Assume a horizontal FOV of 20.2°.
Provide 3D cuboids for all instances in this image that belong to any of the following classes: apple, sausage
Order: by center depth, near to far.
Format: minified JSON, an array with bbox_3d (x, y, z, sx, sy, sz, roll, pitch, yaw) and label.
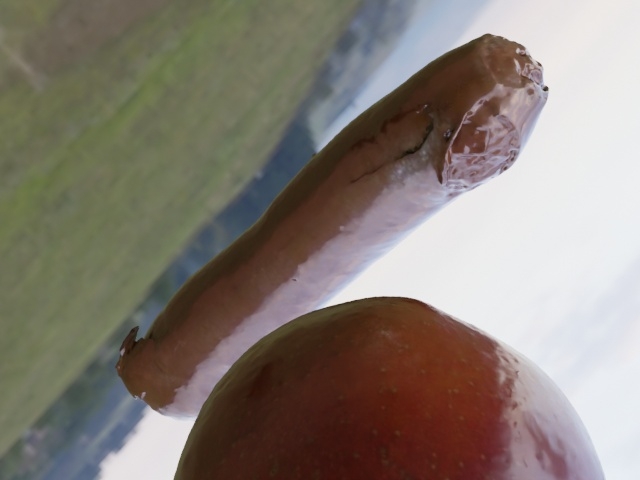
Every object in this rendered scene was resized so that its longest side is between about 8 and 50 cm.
[{"bbox_3d":[0.033,0.143,0.881,0.218,0.218,0.201,-45,-157,51],"label":"apple"},{"bbox_3d":[0.000,0.000,1.246,0.419,0.094,0.094,-41,-177,38],"label":"sausage"}]
